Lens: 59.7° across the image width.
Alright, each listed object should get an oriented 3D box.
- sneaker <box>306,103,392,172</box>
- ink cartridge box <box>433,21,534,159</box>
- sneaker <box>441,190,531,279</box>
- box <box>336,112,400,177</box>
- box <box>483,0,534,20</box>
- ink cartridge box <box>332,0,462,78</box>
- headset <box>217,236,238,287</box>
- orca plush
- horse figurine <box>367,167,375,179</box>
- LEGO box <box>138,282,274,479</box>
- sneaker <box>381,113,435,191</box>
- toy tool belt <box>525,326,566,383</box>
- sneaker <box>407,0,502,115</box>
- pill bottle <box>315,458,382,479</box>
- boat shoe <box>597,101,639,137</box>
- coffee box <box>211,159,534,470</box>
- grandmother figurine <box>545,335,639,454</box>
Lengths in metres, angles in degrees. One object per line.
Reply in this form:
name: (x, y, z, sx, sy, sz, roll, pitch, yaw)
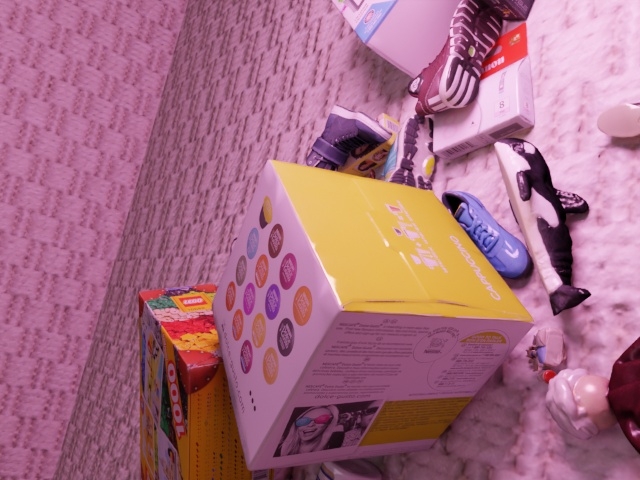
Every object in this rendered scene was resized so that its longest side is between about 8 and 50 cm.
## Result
sneaker: (0.056, -0.199, 1.214, 0.163, 0.086, 0.226, -59, 30, 4)
ink cartridge box: (0.303, -0.289, 1.063, 0.189, 0.066, 0.232, -20, 61, 48)
sneaker: (0.270, -0.014, 0.947, 0.069, 0.082, 0.209, -51, 40, 22)
box: (0.086, -0.198, 1.308, 0.232, 0.058, 0.087, -32, 50, 43)
box: (0.324, -0.538, 1.000, 0.059, 0.232, 0.183, 27, 96, 52)
ink cartridge box: (0.178, -0.521, 1.222, 0.198, 0.197, 0.270, -50, 39, 25)
headset: (-0.165, 0.170, 1.404, 0.243, 0.185, 0.394, 15, 107, 57)
orca plush: (0.353, -0.041, 0.833, 0.102, 0.151, 0.287, -17, 51, 13)
horse figurine: (0.075, -0.023, 1.232, 0.174, 0.066, 0.263, 5, 80, 48)
LEGO box: (-0.260, 0.396, 1.225, 0.372, 0.193, 0.500, 28, 118, 55)
sneaker: (0.172, -0.121, 1.144, 0.110, 0.107, 0.275, 159, 130, -71)
toy tool belt: (0.327, 0.169, 0.814, 0.051, 0.052, 0.083, 115, 167, -72)
sneaker: (0.246, -0.361, 1.100, 0.162, 0.106, 0.281, -16, 43, 56)
pill bottle: (0.030, 0.487, 0.996, 0.112, 0.112, 0.187, 18, 88, 55)
boat shoe: (0.466, -0.176, 0.797, 0.133, 0.042, 0.049, -2, 97, 54)
coffee box: (0.053, 0.115, 0.903, 0.334, 0.338, 0.338, -63, 34, 31)
grandmother figurine: (0.418, 0.177, 0.643, 0.342, 0.104, 0.208, -28, 25, 48)
